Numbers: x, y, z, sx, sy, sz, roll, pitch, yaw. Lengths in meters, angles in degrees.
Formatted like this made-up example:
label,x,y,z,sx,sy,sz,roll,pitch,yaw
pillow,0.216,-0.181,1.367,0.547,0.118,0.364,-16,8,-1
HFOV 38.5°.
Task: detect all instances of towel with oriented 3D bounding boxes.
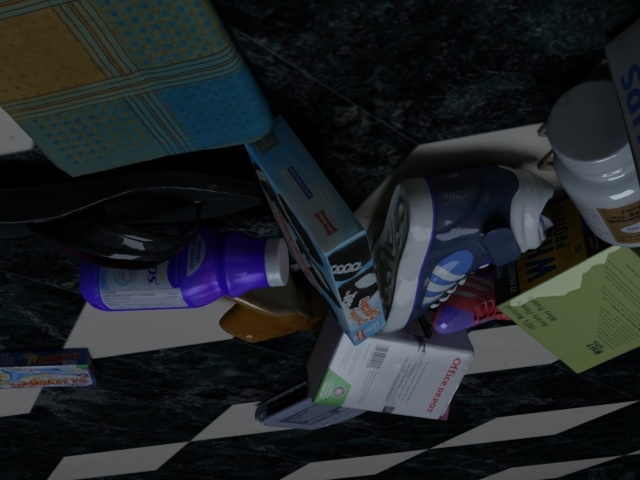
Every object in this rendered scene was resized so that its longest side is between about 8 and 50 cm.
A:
label,x,y,z,sx,sy,sz,roll,pitch,yaw
towel,-0.221,-0.187,0.916,0.272,0.040,0.370,-9,153,11

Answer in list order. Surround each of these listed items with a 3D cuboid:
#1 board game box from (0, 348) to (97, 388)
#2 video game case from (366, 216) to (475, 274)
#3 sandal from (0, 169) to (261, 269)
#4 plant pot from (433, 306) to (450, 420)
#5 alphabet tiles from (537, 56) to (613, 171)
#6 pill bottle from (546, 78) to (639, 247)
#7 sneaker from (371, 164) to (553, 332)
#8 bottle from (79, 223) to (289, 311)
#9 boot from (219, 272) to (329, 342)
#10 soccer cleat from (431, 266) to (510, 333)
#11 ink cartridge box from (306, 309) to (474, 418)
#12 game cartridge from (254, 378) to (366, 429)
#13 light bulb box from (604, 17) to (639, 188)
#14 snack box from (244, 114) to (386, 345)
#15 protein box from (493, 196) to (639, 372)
label,x,y,z,sx,sy,sz,roll,pitch,yaw
board game box,-0.550,0.253,1.796,0.201,0.035,0.136,-1,155,-6
video game case,0.152,0.038,1.461,0.204,0.025,0.285,1,155,-11
sandal,-0.294,-0.011,1.156,0.446,0.106,0.167,-6,170,-3
plant pot,0.156,0.209,1.653,0.180,0.201,0.201,10,156,8
alphabet tiles,0.374,-0.143,1.129,0.198,0.009,0.237,3,153,-15
pill bottle,0.347,-0.089,1.074,0.131,0.131,0.229,-16,152,24
sneaker,0.204,0.019,1.272,0.237,0.130,0.322,-5,145,-11
bottle,-0.187,0.036,1.271,0.283,0.118,0.092,-2,154,11
boot,-0.108,0.105,1.475,0.295,0.104,0.211,16,150,-39
soccer cleat,0.259,0.095,1.415,0.095,0.083,0.248,26,-155,28
ink cartridge box,0.108,0.187,1.447,0.220,0.092,0.160,11,124,-16
game cartridge,0.001,0.380,2.132,0.196,0.060,0.294,16,148,-30
light bulb box,0.540,-0.155,0.868,0.358,0.225,0.361,11,150,-28
snack box,0.000,0.000,1.167,0.060,0.187,0.322,-32,155,-7
protein box,0.386,0.053,1.302,0.200,0.136,0.201,37,128,-27
